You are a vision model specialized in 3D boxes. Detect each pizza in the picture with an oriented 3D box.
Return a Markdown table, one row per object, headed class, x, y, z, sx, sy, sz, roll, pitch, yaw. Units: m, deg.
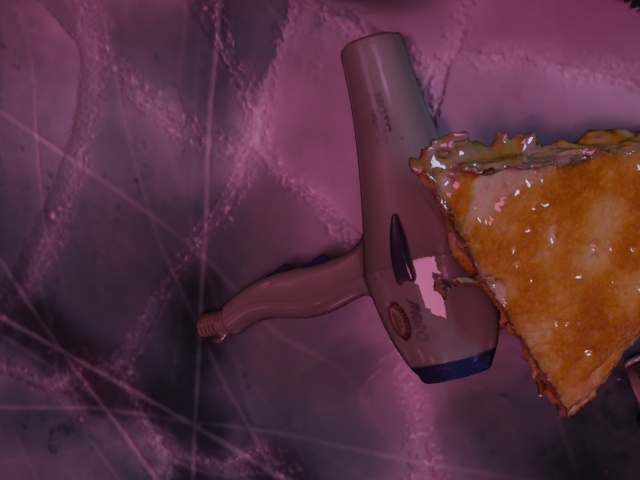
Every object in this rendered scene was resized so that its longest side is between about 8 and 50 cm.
| class | x | y | z | sx | sy | sz | roll | pitch | yaw |
| --- | --- | --- | --- | --- | --- | --- | --- | --- | --- |
| pizza | 0.179 | -0.021 | 0.758 | 0.287 | 0.075 | 0.280 | 29 | 96 | -31 |

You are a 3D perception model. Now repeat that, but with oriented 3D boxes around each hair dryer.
| class | x | y | z | sx | sy | sz | roll | pitch | yaw |
| --- | --- | --- | --- | --- | --- | --- | --- | --- | --- |
| hair dryer | 0.020 | -0.035 | 0.860 | 0.298 | 0.119 | 0.296 | 6 | 95 | 26 |

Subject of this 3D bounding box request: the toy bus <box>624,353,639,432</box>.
| class | x | y | z | sx | sy | sz | roll | pitch | yaw |
| --- | --- | --- | --- | --- | --- | --- | --- | --- | --- |
| toy bus | 0.336 | 0.219 | 0.806 | 0.092 | 0.106 | 0.268 | -21 | 94 | 15 |
